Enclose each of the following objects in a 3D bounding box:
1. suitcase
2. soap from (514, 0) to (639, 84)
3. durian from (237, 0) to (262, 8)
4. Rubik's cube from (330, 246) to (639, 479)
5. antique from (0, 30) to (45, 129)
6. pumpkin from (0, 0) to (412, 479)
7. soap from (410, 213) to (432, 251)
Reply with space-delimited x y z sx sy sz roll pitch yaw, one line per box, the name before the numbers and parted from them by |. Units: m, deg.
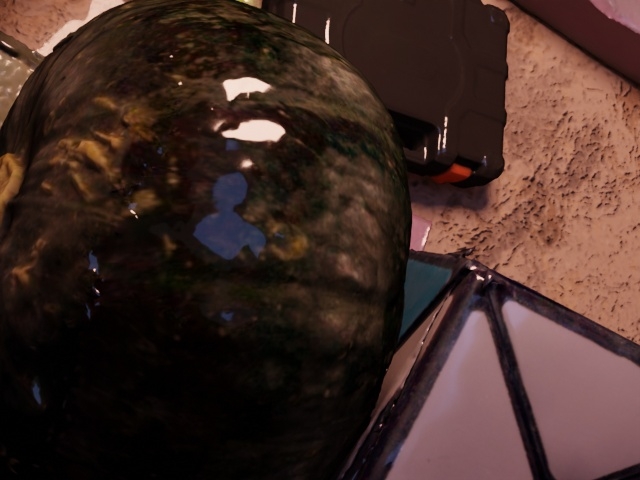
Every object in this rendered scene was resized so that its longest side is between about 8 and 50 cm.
suitcase | 0.068 -0.180 1.425 0.285 0.066 0.206 15 71 -29
soap | 0.381 -0.328 1.576 0.296 0.107 0.285 32 71 -4
durian | -0.097 -0.311 1.415 0.169 0.158 0.352 16 68 -16
Rubik's cube | 0.151 0.202 1.228 0.310 0.305 0.307 29 87 -9
antique | -0.298 -0.111 1.321 0.284 0.150 0.125 29 73 -15
pumpkin | -0.113 0.029 1.102 0.344 0.454 0.455 20 70 -24
soap | 0.000 0.000 1.397 0.203 0.065 0.122 23 70 -9
